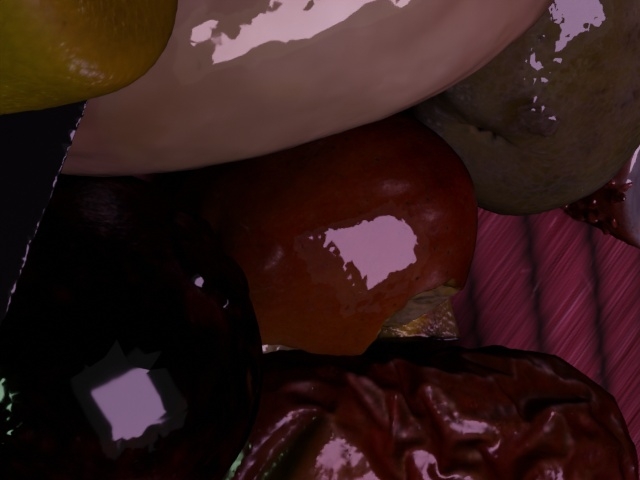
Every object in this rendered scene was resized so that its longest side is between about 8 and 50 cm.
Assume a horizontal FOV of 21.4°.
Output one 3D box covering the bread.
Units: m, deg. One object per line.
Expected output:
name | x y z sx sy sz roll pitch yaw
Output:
bread | 0.245 -0.068 1.235 0.160 0.073 0.160 -26 133 -32

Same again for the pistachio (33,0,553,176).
pistachio | -0.024 -0.130 0.824 0.318 0.193 0.214 -26 140 -17

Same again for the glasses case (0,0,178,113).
glasses case | -0.157 -0.223 0.572 0.173 0.141 0.371 -24 107 -70

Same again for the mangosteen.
mangosteen | -0.128 0.062 0.848 0.210 0.210 0.210 -26 132 -32

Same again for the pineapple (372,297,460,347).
pineapple | 0.062 0.024 1.116 0.114 0.077 0.114 4 99 -52

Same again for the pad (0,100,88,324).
pad | -0.239 -0.030 0.706 0.247 0.007 0.367 19 104 -14

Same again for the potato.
potato | 0.130 -0.127 1.018 0.251 0.159 0.174 84 26 -53

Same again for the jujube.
jujube | 0.058 0.157 1.107 0.342 0.216 0.216 15 105 -35

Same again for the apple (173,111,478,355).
apple | -0.002 -0.006 0.960 0.158 0.156 0.147 -11 117 -39
